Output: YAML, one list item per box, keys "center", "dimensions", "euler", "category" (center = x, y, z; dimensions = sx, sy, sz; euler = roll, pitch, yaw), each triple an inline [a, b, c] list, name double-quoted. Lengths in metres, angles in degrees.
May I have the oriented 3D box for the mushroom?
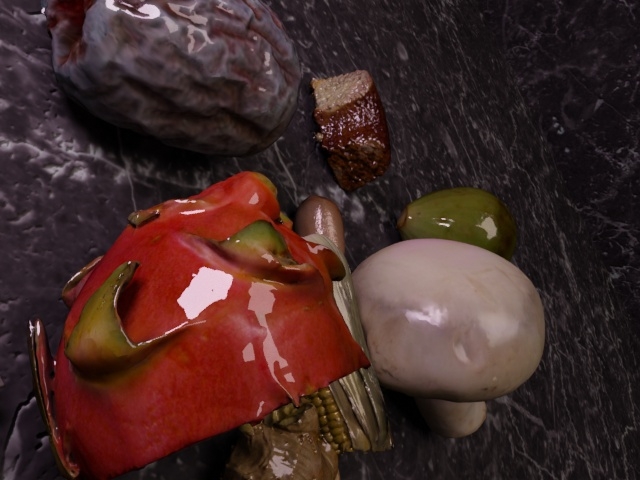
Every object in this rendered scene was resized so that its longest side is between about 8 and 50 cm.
- center: [0.209, 0.130, 1.013]
  dimensions: [0.356, 0.315, 0.315]
  euler: [30, 47, -35]
  category: "mushroom"

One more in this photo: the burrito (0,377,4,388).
- center: [-0.333, 0.115, 0.482]
  dimensions: [0.203, 0.064, 0.064]
  euler: [-17, 85, -57]
  category: "burrito"

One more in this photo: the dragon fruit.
- center: [-0.121, 0.068, 0.611]
  dimensions: [0.305, 0.305, 0.226]
  euler: [-11, 79, -56]
  category: "dragon fruit"

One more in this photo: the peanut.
- center: [0.000, 0.000, 0.995]
  dimensions: [0.076, 0.076, 0.152]
  euler: [18, 59, -48]
  category: "peanut"

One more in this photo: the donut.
- center: [0.058, -0.207, 1.166]
  dimensions: [0.144, 0.126, 0.187]
  euler: [44, 39, -41]
  category: "donut"

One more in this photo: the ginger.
- center: [-0.041, 0.267, 0.739]
  dimensions: [0.157, 0.102, 0.216]
  euler: [-49, 128, -32]
  category: "ginger"

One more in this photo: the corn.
- center: [0.013, 0.143, 0.884]
  dimensions: [0.122, 0.123, 0.305]
  euler: [-4, 75, -56]
  category: "corn"

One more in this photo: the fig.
- center: [0.270, -0.013, 1.263]
  dimensions: [0.230, 0.207, 0.207]
  euler: [47, 38, -28]
  category: "fig"

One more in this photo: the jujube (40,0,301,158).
- center: [-0.165, -0.224, 0.791]
  dimensions: [0.317, 0.226, 0.226]
  euler: [15, 59, -44]
  category: "jujube"
